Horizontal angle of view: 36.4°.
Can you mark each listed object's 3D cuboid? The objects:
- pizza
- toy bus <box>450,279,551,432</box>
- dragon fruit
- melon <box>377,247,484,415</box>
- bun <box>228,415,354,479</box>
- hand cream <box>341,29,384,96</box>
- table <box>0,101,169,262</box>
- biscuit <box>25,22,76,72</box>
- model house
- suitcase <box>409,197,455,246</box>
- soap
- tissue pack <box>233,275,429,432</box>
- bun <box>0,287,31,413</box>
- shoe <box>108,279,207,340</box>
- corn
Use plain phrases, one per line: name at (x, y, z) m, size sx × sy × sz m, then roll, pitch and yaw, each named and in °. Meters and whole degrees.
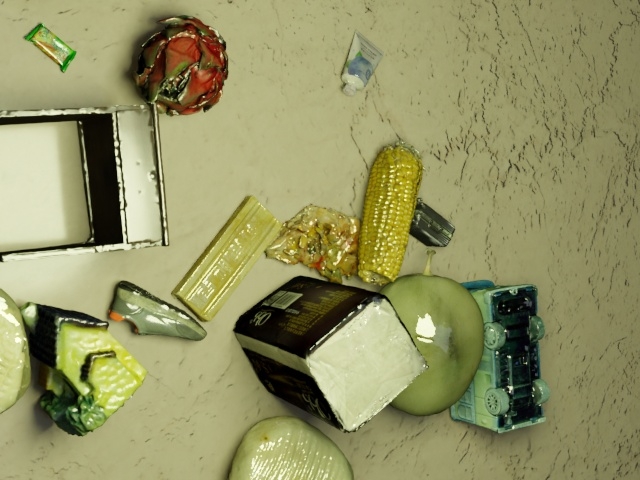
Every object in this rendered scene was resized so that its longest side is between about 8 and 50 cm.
pizza at (0.000, 0.000, 1.993) m, size 0.226 × 0.069 × 0.147 m, roll 22°, pitch 83°, yaw -29°
toy bus at (0.385, 0.251, 2.151) m, size 0.151 × 0.190 × 0.313 m, roll -6°, pitch 95°, yaw -29°
dragon fruit at (-0.252, -0.313, 1.780) m, size 0.182 × 0.182 × 0.189 m, roll 36°, pitch 85°, yaw -26°
melon at (0.214, 0.206, 2.019) m, size 0.271 × 0.271 × 0.308 m, roll -25°, pitch 109°, yaw -27°
bun at (-0.070, 0.487, 1.914) m, size 0.272 × 0.168 × 0.273 m, roll 6°, pitch 77°, yaw -25°
hand cream at (0.083, -0.366, 2.045) m, size 0.084 × 0.053 × 0.142 m, roll 35°, pitch 64°, yaw -25°
table at (-0.432, -0.099, 1.665) m, size 0.281 × 0.196 × 0.251 m, roll -7°, pitch 96°, yaw -29°
biscuit at (-0.477, -0.345, 1.733) m, size 0.089 × 0.016 × 0.046 m, roll 41°, pitch 72°, yaw -25°
model house at (-0.435, 0.203, 1.672) m, size 0.170 × 0.194 × 0.211 m, roll -43°, pitch 112°, yaw -20°
suitcase at (0.226, -0.037, 2.111) m, size 0.126 × 0.086 × 0.059 m, roll 35°, pitch 76°, yaw -26°
soap at (-0.181, 0.036, 1.905) m, size 0.092 × 0.037 × 0.252 m, roll 43°, pitch 71°, yaw -23°
tissue pack at (0.000, 0.196, 1.831) m, size 0.210 × 0.370 × 0.198 m, roll -40°, pitch 109°, yaw -17°
bun at (-0.605, 0.177, 1.597) m, size 0.259 × 0.152 × 0.260 m, roll -3°, pitch 99°, yaw -19°
shoe at (-0.307, 0.149, 1.822) m, size 0.194 × 0.074 × 0.077 m, roll 32°, pitch 87°, yaw -24°
corn at (0.139, -0.061, 2.025) m, size 0.115 × 0.115 × 0.318 m, roll 26°, pitch 64°, yaw -28°
